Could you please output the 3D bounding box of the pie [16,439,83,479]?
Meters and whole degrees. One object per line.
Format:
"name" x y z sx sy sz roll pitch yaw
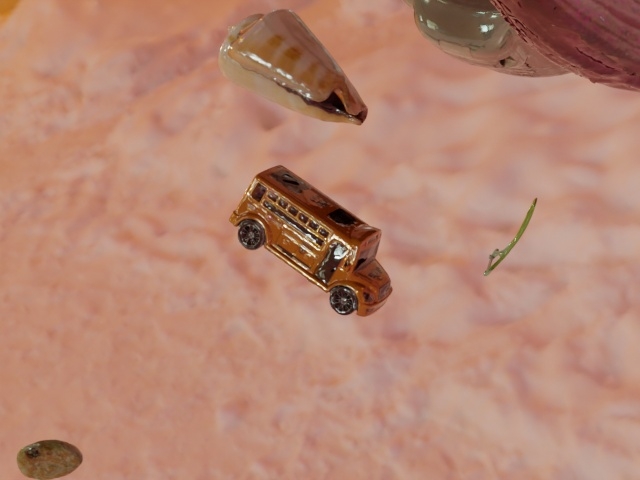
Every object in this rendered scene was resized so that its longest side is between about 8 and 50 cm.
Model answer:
"pie" -0.346 0.281 1.468 0.085 0.085 0.017 -20 47 8

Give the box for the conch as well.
"conch" -0.031 -0.252 1.607 0.255 0.158 0.127 27 77 17

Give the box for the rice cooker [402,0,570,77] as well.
"rice cooker" 0.213 -0.345 1.220 0.335 0.335 0.325 -15 -7 18

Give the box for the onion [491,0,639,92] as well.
"onion" 0.145 -0.215 0.660 0.348 0.267 0.159 -6 12 -26

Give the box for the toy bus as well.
"toy bus" 0.000 0.000 1.282 0.194 0.088 0.083 35 26 13

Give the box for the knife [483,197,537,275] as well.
"knife" 0.337 -0.009 1.992 0.166 0.022 0.078 -57 7 33
